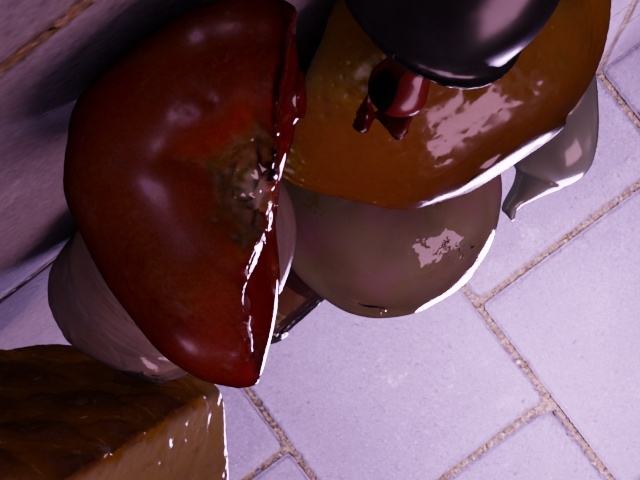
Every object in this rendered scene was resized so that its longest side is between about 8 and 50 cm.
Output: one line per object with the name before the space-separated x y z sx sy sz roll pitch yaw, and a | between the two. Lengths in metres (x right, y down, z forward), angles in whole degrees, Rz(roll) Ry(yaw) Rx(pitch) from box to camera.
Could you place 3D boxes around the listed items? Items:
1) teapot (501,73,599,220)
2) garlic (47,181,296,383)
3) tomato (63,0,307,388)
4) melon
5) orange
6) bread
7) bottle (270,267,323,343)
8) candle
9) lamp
teapot | 0.263 -0.191 1.905 0.149 0.220 0.318 -5 146 4
garlic | -0.117 0.023 1.281 0.228 0.152 0.228 -41 172 -7
tomato | -0.085 -0.034 0.940 0.139 0.233 0.200 8 175 1
melon | 0.064 -0.038 1.539 0.223 0.223 0.317 -36 173 -10
orange | 0.104 -0.146 1.250 0.334 0.196 0.262 -23 154 -36
bread | -0.244 0.221 1.307 0.279 0.207 0.279 4 -165 30
bottle | 0.000 0.000 1.864 0.271 0.143 0.156 -40 -156 24
candle | 0.101 -0.192 1.015 0.051 0.048 0.329 -76 -168 -52
lamp | 0.118 -0.201 0.843 0.227 0.172 0.147 -35 -162 52
